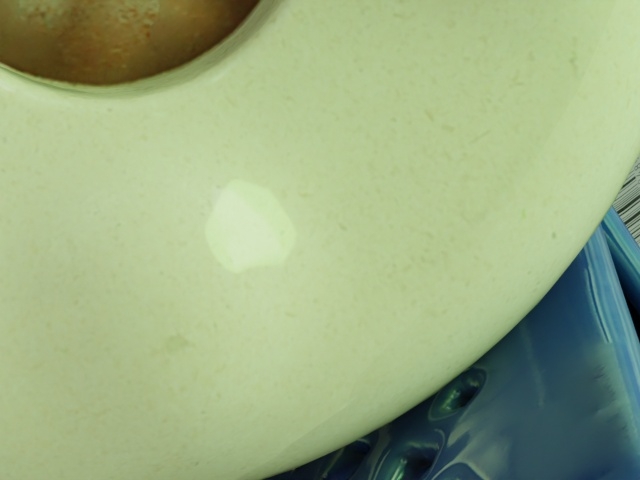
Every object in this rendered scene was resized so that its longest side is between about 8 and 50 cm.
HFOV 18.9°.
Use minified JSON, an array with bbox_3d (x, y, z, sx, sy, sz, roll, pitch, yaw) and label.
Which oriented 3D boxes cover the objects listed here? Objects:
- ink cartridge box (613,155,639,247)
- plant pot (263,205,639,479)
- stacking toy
[{"bbox_3d":[0.116,-0.161,1.558,0.330,0.071,0.324,28,-32,49],"label":"ink cartridge box"},{"bbox_3d":[0.062,0.144,0.639,0.236,0.212,0.236,54,13,-21],"label":"plant pot"},{"bbox_3d":[-0.107,-0.130,0.698,0.350,0.350,0.480,53,-5,-17],"label":"stacking toy"}]
